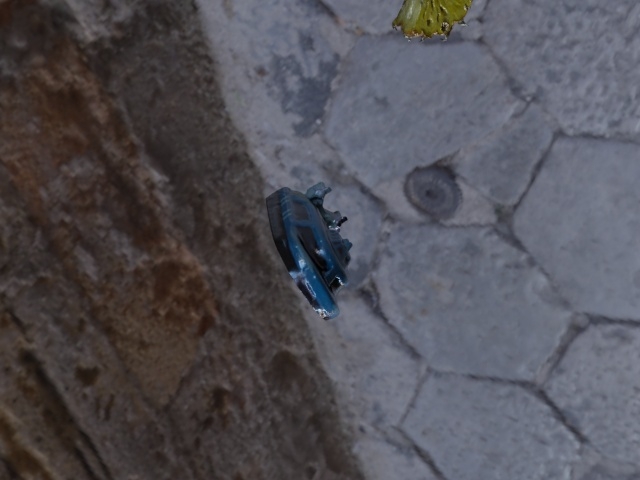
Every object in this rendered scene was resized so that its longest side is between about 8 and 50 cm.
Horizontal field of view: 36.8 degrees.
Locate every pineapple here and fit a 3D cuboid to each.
[{"bbox_3d":[0.180,-0.381,1.535,0.069,0.137,0.116,39,153,54],"label":"pineapple"}]

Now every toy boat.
[{"bbox_3d":[0.000,0.000,1.344,0.092,0.299,0.134,-30,113,4],"label":"toy boat"}]
